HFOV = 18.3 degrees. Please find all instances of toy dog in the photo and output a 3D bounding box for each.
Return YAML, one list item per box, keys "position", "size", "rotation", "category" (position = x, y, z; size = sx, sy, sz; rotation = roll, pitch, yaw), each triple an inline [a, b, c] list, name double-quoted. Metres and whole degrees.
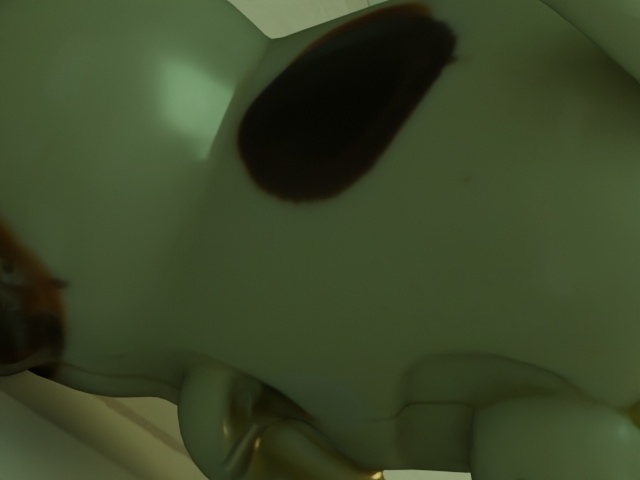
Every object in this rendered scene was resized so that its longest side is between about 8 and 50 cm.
- position: [0.000, 0.000, 0.913]
  size: [0.395, 0.408, 0.284]
  rotation: [57, 45, -62]
  category: "toy dog"
